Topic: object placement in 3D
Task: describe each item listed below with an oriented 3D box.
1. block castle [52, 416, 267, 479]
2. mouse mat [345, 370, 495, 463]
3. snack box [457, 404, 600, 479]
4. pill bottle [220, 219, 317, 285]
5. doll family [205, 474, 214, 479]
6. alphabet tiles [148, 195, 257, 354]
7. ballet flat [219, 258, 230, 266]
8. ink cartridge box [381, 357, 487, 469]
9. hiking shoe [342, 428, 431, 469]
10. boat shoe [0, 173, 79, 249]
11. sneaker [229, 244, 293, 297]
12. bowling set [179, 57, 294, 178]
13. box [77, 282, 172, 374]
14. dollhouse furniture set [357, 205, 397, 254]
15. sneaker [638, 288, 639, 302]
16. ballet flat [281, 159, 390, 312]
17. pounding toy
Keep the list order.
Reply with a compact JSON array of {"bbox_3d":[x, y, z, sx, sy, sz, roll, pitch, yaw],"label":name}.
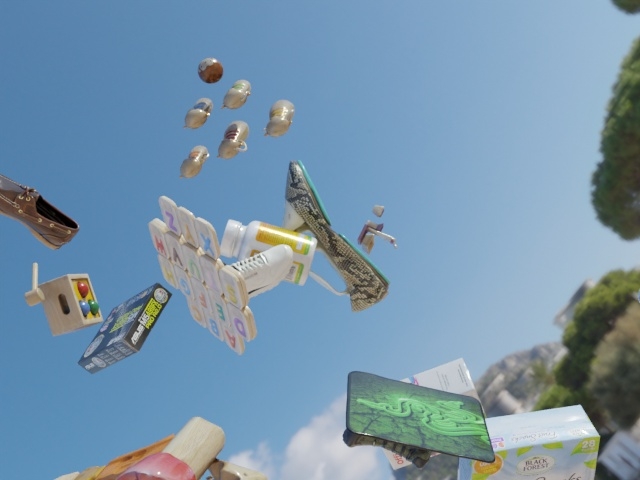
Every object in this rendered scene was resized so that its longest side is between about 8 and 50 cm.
[{"bbox_3d":[-0.164,0.460,0.869,0.303,0.453,0.213,-25,7,20],"label":"block castle"},{"bbox_3d":[0.125,0.224,0.997,0.152,0.189,0.007,-82,6,-70],"label":"mouse mat"},{"bbox_3d":[0.280,0.336,1.064,0.174,0.070,0.207,-8,-62,-4],"label":"snack box"},{"bbox_3d":[-0.143,0.025,2.087,0.136,0.245,0.136,-163,90,-87],"label":"pill bottle"},{"bbox_3d":[-0.285,0.611,1.842,0.193,0.111,0.076,29,-62,-28],"label":"doll family"},{"bbox_3d":[-0.212,0.065,1.354,0.021,0.284,0.278,-31,-50,-30],"label":"alphabet tiles"},{"bbox_3d":[-0.327,0.092,2.295,0.096,0.280,0.095,-1,-78,-36],"label":"ballet flat"},{"bbox_3d":[0.271,0.444,1.962,0.278,0.117,0.201,-22,-53,7],"label":"ink cartridge box"},{"bbox_3d":[0.157,0.368,1.438,0.226,0.114,0.086,-9,-38,-8],"label":"hiking shoe"},{"bbox_3d":[-0.557,-0.069,1.478,0.073,0.073,0.207,-33,-58,30],"label":"boat shoe"},{"bbox_3d":[-0.174,0.081,1.925,0.235,0.090,0.095,-36,-41,-1],"label":"sneaker"},{"bbox_3d":[-0.213,-0.263,1.591,0.287,0.200,0.154,-28,21,16],"label":"bowling set"},{"bbox_3d":[-0.557,0.251,2.195,0.270,0.060,0.216,-27,27,42],"label":"box"},{"bbox_3d":[0.138,-0.007,1.666,0.091,0.081,0.114,-62,-13,-15],"label":"dollhouse furniture set"},{"bbox_3d":[0.670,0.098,1.459,0.152,0.058,0.085,-38,17,36],"label":"sneaker"},{"bbox_3d":[0.000,0.000,2.210,0.182,0.483,0.164,-36,-6,-1],"label":"ballet flat"},{"bbox_3d":[-0.610,0.125,1.825,0.094,0.181,0.206,-20,-3,4],"label":"pounding toy"}]
